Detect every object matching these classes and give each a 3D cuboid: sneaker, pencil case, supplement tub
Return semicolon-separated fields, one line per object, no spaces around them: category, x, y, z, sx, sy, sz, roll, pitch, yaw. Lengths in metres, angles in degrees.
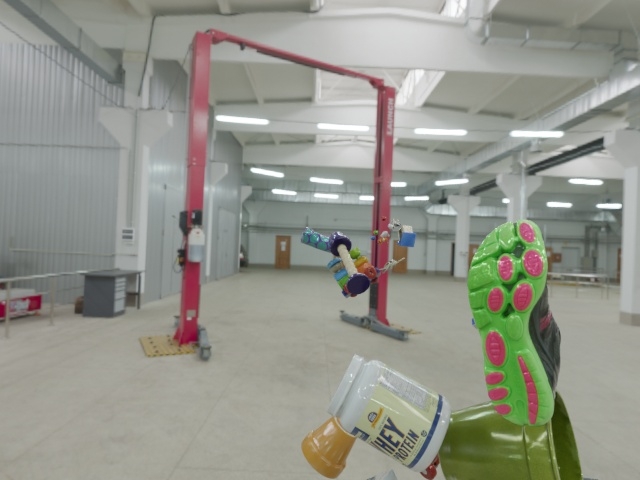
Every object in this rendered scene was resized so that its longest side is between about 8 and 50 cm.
sneaker;0.482;0.191;1.015;0.185;0.483;0.202;-1;0;37
pencil case;0.000;0.000;1.601;0.151;0.070;0.064;20;4;-5
supplement tub;0.205;0.519;1.270;0.324;0.236;0.235;27;4;11

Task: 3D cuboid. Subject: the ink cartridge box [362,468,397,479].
ink cartridge box;0.139;0.709;1.149;0.150;0.063;0.109;-33;-21;18

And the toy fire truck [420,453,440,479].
toy fire truck;0.486;0.969;1.992;0.169;0.302;0.253;-29;35;-33

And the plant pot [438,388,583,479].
plant pot;0.571;0.654;1.277;0.352;0.367;0.366;-16;-11;34

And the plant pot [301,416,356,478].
plant pot;0.053;0.854;1.747;0.205;0.188;0.205;35;6;-4

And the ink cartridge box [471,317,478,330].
ink cartridge box;0.795;0.410;1.867;0.207;0.046;0.097;39;-54;-12

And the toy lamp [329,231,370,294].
toy lamp;0.080;0.059;1.286;0.080;0.080;0.275;3;30;-13

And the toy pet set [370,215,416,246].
toy pet set;0.225;-0.007;1.259;0.114;0.065;0.122;6;-34;-8

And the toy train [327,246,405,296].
toy train;0.154;0.080;1.449;0.248;0.143;0.105;-35;-19;0

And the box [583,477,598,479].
box;0.978;0.996;1.637;0.233;0.159;0.044;-9;32;29
